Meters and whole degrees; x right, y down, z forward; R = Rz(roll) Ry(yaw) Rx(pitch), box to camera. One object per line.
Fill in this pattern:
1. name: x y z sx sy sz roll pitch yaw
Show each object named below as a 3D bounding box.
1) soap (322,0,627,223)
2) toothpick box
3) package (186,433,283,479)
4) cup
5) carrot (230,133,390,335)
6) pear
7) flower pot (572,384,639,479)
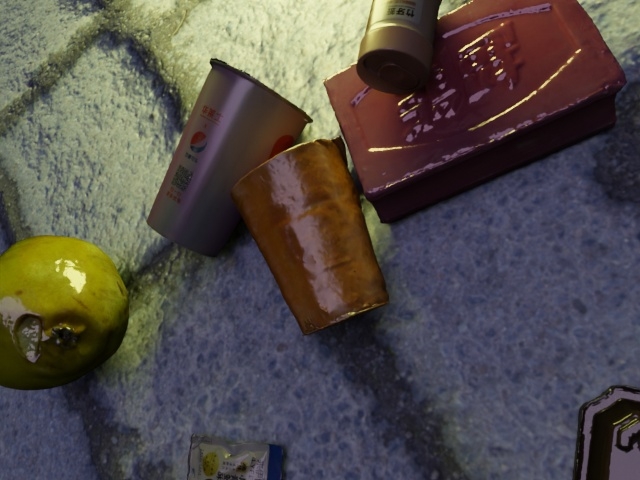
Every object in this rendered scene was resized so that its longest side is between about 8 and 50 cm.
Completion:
1. soap: 0.206 -0.204 0.748 0.359 0.128 0.233 -24 66 14
2. toothpick box: 0.109 -0.289 0.688 0.098 0.098 0.149 6 73 25
3. package: -0.136 0.389 0.767 0.173 0.027 0.171 -4 73 26
4. cup: -0.167 -0.128 0.865 0.203 0.203 0.288 31 94 28
5. carrot: 0.000 0.000 0.759 0.196 0.196 0.254 -27 79 14
6. pear: -0.470 0.119 0.877 0.321 0.269 0.269 8 77 44
7. flower pot: 0.410 0.261 0.537 0.251 0.084 0.179 7 78 25
